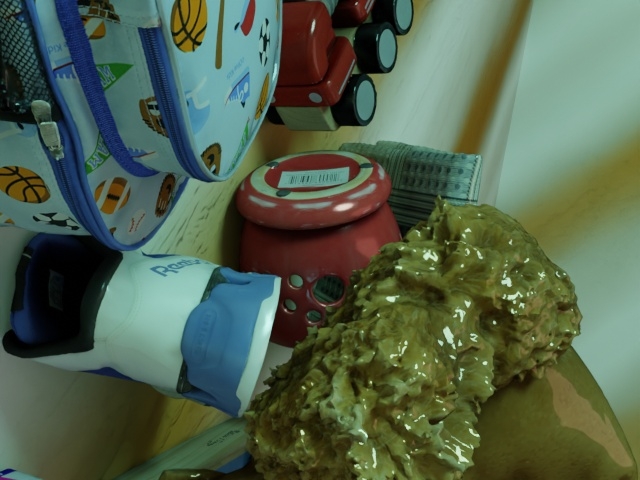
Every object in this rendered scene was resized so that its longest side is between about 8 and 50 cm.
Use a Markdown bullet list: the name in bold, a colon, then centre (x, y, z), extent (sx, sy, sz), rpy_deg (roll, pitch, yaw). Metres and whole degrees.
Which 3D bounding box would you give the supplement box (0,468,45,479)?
- **supplement box**: centre (-0.168, 0.243, 0.552), extent (0.111, 0.220, 0.113), rpy_deg (9, 93, -71)

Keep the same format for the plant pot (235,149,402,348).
- **plant pot**: centre (0.000, 0.000, 0.927), extent (0.191, 0.191, 0.174), rpy_deg (-48, 138, -54)

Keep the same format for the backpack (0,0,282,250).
- **backpack**: centre (-0.131, -0.132, 0.485), extent (0.263, 0.213, 0.276), rpy_deg (97, 15, -45)

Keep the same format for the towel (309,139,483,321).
- **towel**: centre (0.087, 0.028, 1.075), extent (0.056, 0.324, 0.312), rpy_deg (7, 97, -26)

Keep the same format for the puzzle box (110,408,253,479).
- **puzzle box**: centre (-0.140, 0.356, 0.943), extent (0.409, 0.052, 0.272), rpy_deg (-5, 107, -70)

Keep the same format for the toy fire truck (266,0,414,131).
- **toy fire truck**: centre (0.005, -0.264, 0.870), extent (0.246, 0.159, 0.217), rpy_deg (57, 48, -47)

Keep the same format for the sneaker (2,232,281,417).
- **sneaker**: centre (-0.143, 0.052, 0.661), extent (0.315, 0.182, 0.127), rpy_deg (146, -37, -76)

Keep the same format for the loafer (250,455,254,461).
- **loafer**: centre (-0.055, 0.297, 0.989), extent (0.056, 0.050, 0.147), rpy_deg (-42, 139, -59)

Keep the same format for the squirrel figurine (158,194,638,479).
- **squirrel figurine**: centre (0.040, 0.165, 0.699), extent (0.371, 0.281, 0.397), rpy_deg (-25, 140, -11)
